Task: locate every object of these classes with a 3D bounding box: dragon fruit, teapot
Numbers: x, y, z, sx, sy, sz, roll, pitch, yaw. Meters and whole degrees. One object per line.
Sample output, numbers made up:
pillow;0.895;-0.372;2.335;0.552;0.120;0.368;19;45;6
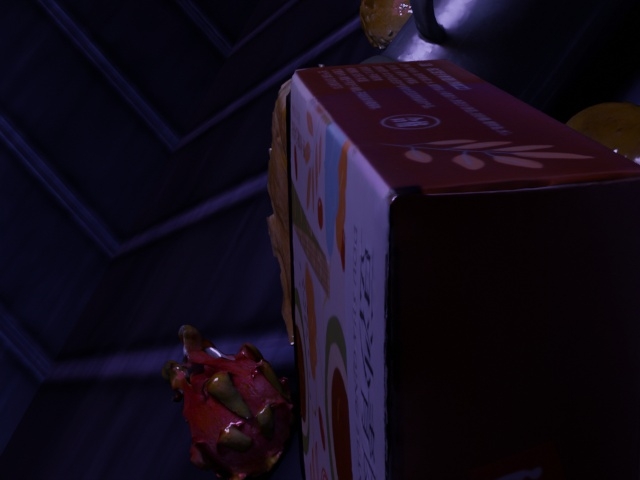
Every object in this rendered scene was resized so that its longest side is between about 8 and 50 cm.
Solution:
dragon fruit;-0.104;0.179;1.349;0.133;0.207;0.150;-40;-26;7
teapot;0.186;-0.241;1.141;0.337;0.270;0.200;-53;47;3

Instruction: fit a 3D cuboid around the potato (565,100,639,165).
potato;0.217;0.051;0.630;0.196;0.176;0.369;-30;29;7

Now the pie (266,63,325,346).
pie;0.000;0.000;1.203;0.339;0.083;0.339;175;90;-79

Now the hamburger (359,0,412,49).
hamburger;0.148;-0.355;1.708;0.211;0.132;0.309;-50;18;11

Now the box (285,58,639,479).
box;0.064;0.089;0.716;0.385;0.122;0.344;-117;24;-72
